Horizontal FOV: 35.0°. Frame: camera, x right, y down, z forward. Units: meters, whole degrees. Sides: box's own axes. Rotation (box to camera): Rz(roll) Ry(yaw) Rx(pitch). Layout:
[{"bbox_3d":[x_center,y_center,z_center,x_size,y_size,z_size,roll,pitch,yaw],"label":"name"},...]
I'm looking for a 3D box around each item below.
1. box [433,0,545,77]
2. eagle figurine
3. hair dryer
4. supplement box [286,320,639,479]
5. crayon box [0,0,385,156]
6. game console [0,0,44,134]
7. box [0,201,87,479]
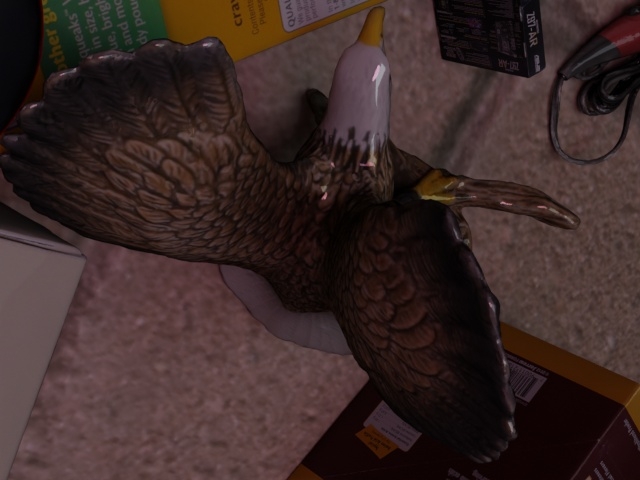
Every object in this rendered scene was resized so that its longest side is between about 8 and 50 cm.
[{"bbox_3d":[0.112,-0.150,0.688,0.018,0.083,0.067,-31,123,-27],"label":"box"},{"bbox_3d":[-0.001,-0.011,0.526,0.298,0.226,0.225,-46,119,-65],"label":"eagle figurine"},{"bbox_3d":[0.312,-0.197,0.846,0.223,0.080,0.294,2,104,-40],"label":"hair dryer"},{"bbox_3d":[0.120,0.178,0.742,0.194,0.191,0.129,-48,130,-16],"label":"supplement box"},{"bbox_3d":[-0.087,-0.188,0.503,0.323,0.083,0.203,-29,123,-31],"label":"crayon box"},{"bbox_3d":[-0.311,-0.071,0.280,0.386,0.060,0.342,-36,136,-5],"label":"game console"},{"bbox_3d":[-0.216,0.110,0.485,0.094,0.113,0.275,18,93,-42],"label":"box"}]
